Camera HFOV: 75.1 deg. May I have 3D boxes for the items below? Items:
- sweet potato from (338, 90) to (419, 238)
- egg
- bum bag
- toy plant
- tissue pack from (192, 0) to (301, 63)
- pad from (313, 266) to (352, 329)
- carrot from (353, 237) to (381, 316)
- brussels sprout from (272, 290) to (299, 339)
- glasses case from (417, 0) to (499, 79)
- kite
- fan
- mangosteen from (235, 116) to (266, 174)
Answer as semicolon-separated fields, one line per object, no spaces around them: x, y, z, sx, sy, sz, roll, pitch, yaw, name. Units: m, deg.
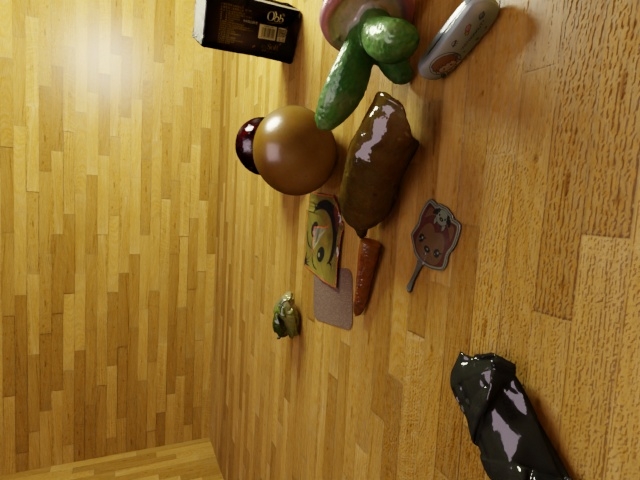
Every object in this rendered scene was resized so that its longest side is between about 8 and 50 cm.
0.118;-0.149;0.951;0.158;0.157;0.370;-118;39;-46;sweet potato
-0.079;-0.276;1.258;0.323;0.249;0.250;-105;28;-54;egg
0.293;0.314;0.640;0.142;0.079;0.327;113;147;-45;bum bag
0.092;-0.465;0.932;0.317;0.210;0.357;-29;63;51;toy plant
-0.268;-0.808;1.554;0.198;0.369;0.210;50;133;48;tissue pack
0.033;0.172;1.290;0.266;0.002;0.176;175;96;-65;pad
0.113;0.105;1.072;0.057;0.057;0.225;-136;49;-57;carrot
-0.131;0.280;1.541;0.139;0.100;0.181;-112;12;-69;brussels sprout
0.249;-0.369;0.768;0.178;0.067;0.045;134;131;-56;glasses case
-0.002;0.000;1.359;0.328;0.013;0.378;125;138;-51;kite
0.223;0.025;0.882;0.132;0.009;0.220;-120;39;-48;fan
-0.195;-0.369;1.591;0.265;0.228;0.229;-20;65;20;mangosteen
